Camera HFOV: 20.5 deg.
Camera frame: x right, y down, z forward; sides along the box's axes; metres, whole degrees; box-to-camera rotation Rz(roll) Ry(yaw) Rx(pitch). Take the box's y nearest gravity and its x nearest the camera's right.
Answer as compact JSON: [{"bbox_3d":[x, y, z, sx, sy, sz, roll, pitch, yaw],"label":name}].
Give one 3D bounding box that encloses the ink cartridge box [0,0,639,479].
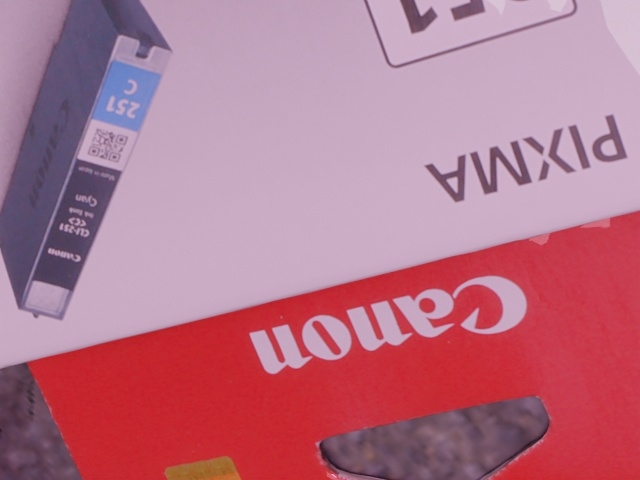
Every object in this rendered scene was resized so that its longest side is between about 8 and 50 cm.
[{"bbox_3d":[0.000,0.000,0.576,0.296,0.066,0.261,-15,107,24],"label":"ink cartridge box"}]
